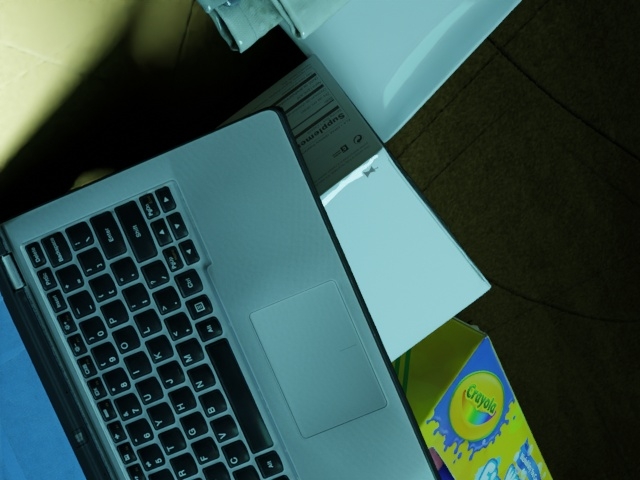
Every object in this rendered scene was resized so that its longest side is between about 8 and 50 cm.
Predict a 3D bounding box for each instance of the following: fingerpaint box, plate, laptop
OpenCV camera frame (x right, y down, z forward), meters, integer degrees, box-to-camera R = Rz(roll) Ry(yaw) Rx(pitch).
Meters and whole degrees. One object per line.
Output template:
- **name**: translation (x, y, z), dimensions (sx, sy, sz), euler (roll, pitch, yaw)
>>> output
- **fingerpaint box**: translation (0.073, 0.318, 1.565), dimensions (0.371, 0.163, 0.445), euler (-52, 146, -17)
- **plate**: translation (0.080, -0.261, 1.299), dimensions (0.278, 0.045, 0.277), euler (-47, 140, -3)
- **laptop**: translation (-0.151, 0.155, 1.086), dimensions (0.408, 0.236, 0.382), euler (-22, 97, 7)

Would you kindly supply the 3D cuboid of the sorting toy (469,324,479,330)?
- **sorting toy**: translation (0.155, 0.150, 1.693), dimensions (0.075, 0.045, 0.083), euler (-8, 127, -15)

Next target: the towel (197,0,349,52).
- **towel**: translation (-0.009, -0.342, 1.106), dimensions (0.324, 0.056, 0.312), euler (-39, 128, -10)

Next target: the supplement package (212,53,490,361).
- **supplement package**: translation (0.000, 0.000, 1.319), dimensions (0.204, 0.145, 0.262), euler (-37, 139, 5)
